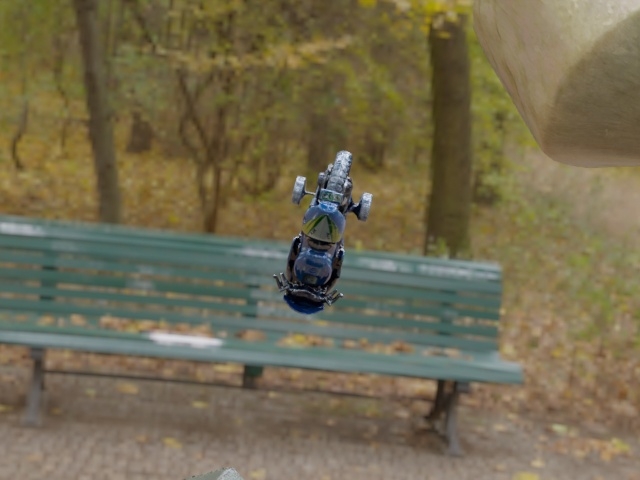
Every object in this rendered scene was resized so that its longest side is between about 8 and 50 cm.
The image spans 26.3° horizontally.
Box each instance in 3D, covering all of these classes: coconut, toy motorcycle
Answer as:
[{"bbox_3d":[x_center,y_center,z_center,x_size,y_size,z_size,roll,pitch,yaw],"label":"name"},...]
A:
[{"bbox_3d":[0.399,-0.265,1.727,0.415,0.344,0.415,30,33,-22],"label":"coconut"},{"bbox_3d":[0.000,0.000,1.573,0.092,0.135,0.254,15,-30,1],"label":"toy motorcycle"}]

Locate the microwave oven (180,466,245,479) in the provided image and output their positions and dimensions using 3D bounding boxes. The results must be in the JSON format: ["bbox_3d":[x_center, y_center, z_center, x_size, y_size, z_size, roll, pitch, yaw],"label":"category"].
[{"bbox_3d":[-0.104,0.474,1.541,0.286,0.355,0.218,-48,10,-31],"label":"microwave oven"}]
